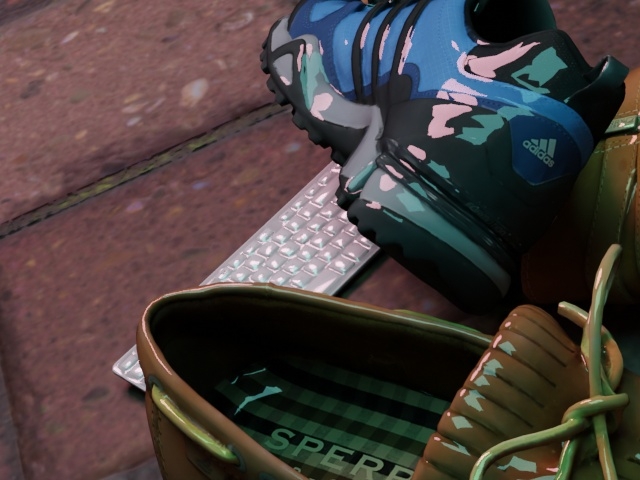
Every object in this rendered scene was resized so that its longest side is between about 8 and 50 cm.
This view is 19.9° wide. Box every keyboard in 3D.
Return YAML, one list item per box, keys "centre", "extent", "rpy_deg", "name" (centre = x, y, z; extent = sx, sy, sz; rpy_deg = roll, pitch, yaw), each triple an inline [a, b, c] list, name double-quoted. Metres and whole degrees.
- centre: [0.000, 0.000, 0.980]
  extent: [0.072, 0.014, 0.256]
  rpy_deg: [22, 56, 43]
  name: "keyboard"

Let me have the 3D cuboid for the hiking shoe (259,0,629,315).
- centre: [0.063, -0.074, 0.898]
  extent: [0.132, 0.113, 0.304]
  rpy_deg: [-47, 28, 9]
  name: "hiking shoe"

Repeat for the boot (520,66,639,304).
- centre: [0.188, 0.001, 0.807]
  extent: [0.220, 0.109, 0.283]
  rpy_deg: [-8, 46, 26]
  name: "boot"

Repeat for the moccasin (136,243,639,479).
- centre: [0.080, 0.087, 0.723]
  extent: [0.380, 0.147, 0.139]
  rpy_deg: [18, 53, 41]
  name: "moccasin"
